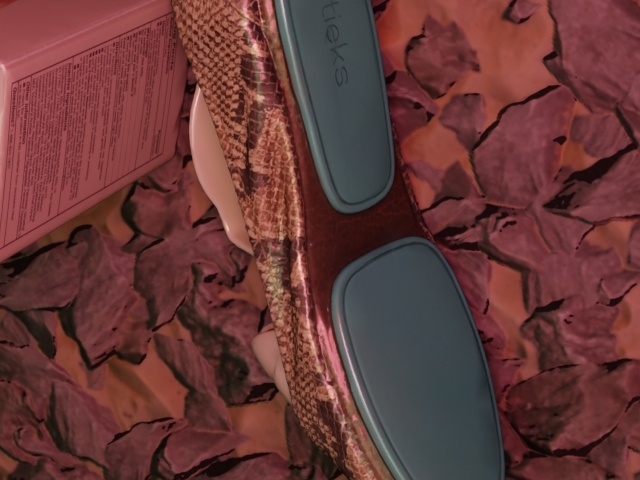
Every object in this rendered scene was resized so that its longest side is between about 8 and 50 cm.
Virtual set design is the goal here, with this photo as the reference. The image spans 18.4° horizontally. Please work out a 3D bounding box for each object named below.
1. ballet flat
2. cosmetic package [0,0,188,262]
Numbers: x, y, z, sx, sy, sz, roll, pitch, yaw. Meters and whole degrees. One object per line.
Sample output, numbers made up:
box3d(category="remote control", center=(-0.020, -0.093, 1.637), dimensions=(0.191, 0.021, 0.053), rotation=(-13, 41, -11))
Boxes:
box3d(category="ballet flat", center=(0.000, 0.000, 1.474), dimensions=(0.182, 0.164, 0.483), rotation=(-12, 98, 46))
box3d(category="cosmetic package", center=(-0.214, -0.102, 1.425), dimensions=(0.129, 0.296, 0.153), rotation=(14, 111, 18))
